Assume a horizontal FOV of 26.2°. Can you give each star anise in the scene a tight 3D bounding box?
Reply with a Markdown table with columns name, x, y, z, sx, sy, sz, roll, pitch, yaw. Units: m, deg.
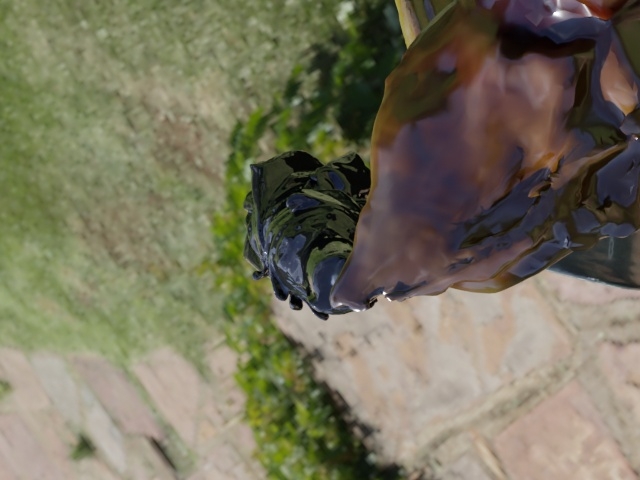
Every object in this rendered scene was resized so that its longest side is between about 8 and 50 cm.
| name | x | y | z | sx | sy | sz | roll | pitch | yaw |
| --- | --- | --- | --- | --- | --- | --- | --- | --- | --- |
| star anise | 0.118 | -0.119 | 0.410 | 0.237 | 0.346 | 0.148 | 32 | -155 | -36 |

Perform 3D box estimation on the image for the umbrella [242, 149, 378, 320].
| name | x | y | z | sx | sy | sz | roll | pitch | yaw |
| --- | --- | --- | --- | --- | --- | --- | --- | --- | --- |
| umbrella | 0.000 | 0.000 | 0.898 | 0.118 | 0.118 | 0.340 | 59 | -178 | -7 |

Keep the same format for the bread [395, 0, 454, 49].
| name | x | y | z | sx | sy | sz | roll | pitch | yaw |
| --- | --- | --- | --- | --- | --- | --- | --- | --- | --- |
| bread | 0.186 | -0.183 | 1.169 | 0.167 | 0.277 | 0.324 | 105 | 161 | -55 |

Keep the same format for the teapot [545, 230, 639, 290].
| name | x | y | z | sx | sy | sz | roll | pitch | yaw |
| --- | --- | --- | --- | --- | --- | --- | --- | --- | --- |
| teapot | 0.150 | -0.059 | 0.885 | 0.162 | 0.239 | 0.149 | 19 | 96 | 30 |
